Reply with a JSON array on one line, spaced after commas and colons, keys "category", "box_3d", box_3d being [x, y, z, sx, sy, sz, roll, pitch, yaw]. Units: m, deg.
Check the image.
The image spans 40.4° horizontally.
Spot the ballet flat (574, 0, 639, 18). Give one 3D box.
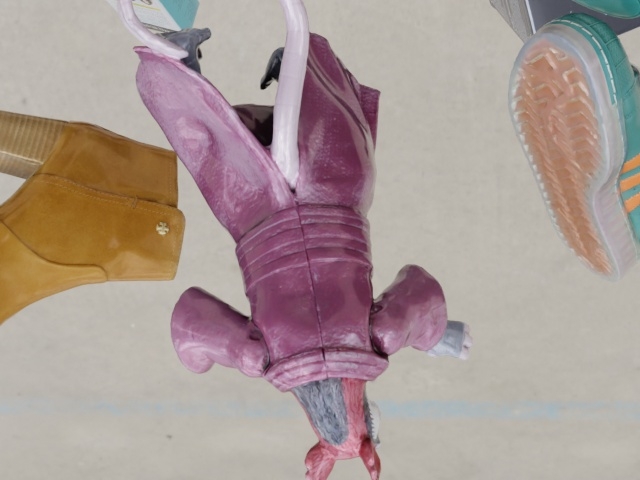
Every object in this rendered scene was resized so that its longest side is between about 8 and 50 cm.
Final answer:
[{"category": "ballet flat", "box_3d": [0.173, -0.248, 0.684, 0.213, 0.068, 0.072, 24, 168, 1]}]

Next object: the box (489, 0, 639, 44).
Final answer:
[{"category": "box", "box_3d": [0.498, -0.523, 1.618, 0.343, 0.312, 0.179, -22, 126, 5]}]

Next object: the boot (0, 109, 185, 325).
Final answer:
[{"category": "boot", "box_3d": [-0.243, 0.022, 0.843, 0.211, 0.295, 0.104, 15, 162, -23]}]

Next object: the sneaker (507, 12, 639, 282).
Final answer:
[{"category": "sneaker", "box_3d": [0.243, -0.089, 0.718, 0.121, 0.108, 0.302, -42, 142, -7]}]

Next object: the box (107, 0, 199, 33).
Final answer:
[{"category": "box", "box_3d": [-0.244, -0.348, 1.153, 0.100, 0.060, 0.244, 16, 175, 9]}]

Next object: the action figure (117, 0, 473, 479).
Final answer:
[{"category": "action figure", "box_3d": [0.000, 0.000, 0.658, 0.248, 0.370, 0.276, -11, 158, -7]}]
